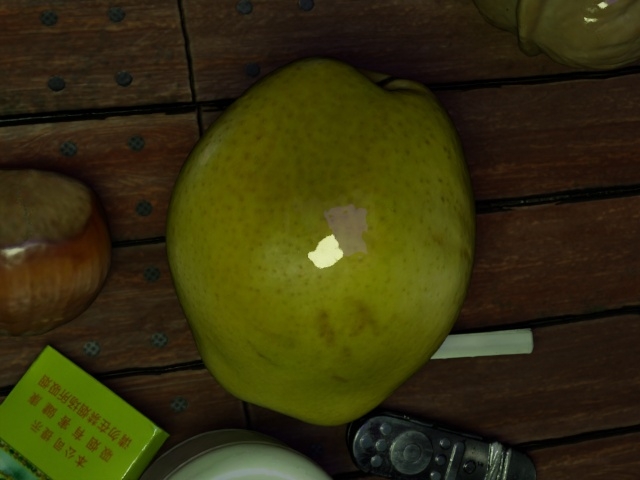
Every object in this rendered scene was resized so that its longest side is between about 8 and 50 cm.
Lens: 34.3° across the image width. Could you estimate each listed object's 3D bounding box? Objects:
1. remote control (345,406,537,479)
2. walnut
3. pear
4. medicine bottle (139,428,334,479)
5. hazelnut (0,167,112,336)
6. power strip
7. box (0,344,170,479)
[{"bbox_3d":[0.155,0.279,1.348,0.265,0.066,0.090,18,95,-16],"label":"remote control"},{"bbox_3d":[0.334,-0.359,1.327,0.296,0.285,0.285,33,77,19],"label":"walnut"},{"bbox_3d":[0.000,0.000,1.182,0.362,0.362,0.418,9,111,-13],"label":"pear"},{"bbox_3d":[-0.102,0.331,1.152,0.241,0.302,0.241,1,86,-14],"label":"medicine bottle"},{"bbox_3d":[-0.344,0.018,1.188,0.214,0.176,0.214,-2,116,-4],"label":"hazelnut"},{"bbox_3d":[0.182,0.137,1.349,0.192,0.081,0.035,-2,86,-13],"label":"power strip"},{"bbox_3d":[-0.345,0.307,1.186,0.187,0.047,0.335,31,78,20],"label":"box"}]
